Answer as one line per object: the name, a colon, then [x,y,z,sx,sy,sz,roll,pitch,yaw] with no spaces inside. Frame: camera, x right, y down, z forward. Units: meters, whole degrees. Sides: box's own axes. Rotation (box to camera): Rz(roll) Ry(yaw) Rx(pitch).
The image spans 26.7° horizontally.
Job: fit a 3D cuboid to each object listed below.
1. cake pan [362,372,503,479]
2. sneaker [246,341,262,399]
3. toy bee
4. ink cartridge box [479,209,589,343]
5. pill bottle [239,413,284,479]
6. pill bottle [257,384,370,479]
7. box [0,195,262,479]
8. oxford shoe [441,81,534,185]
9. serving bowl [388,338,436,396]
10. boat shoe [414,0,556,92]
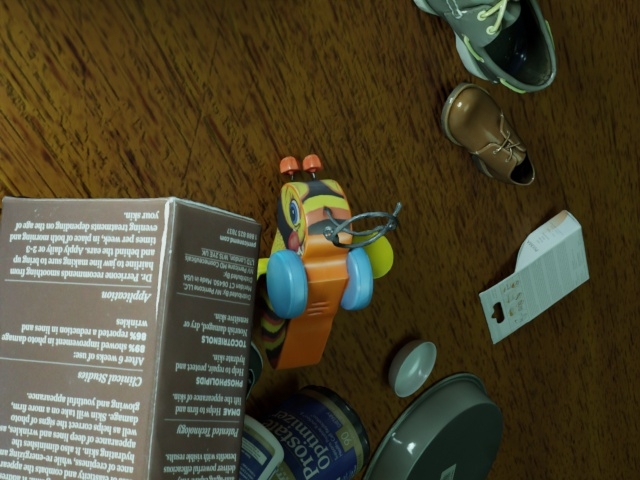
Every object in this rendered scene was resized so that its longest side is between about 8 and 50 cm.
cake pan: [0.167,0.333,1.966,0.293,0.054,0.293,-33,139,-33]
sneaker: [-0.114,0.142,1.356,0.295,0.147,0.105,26,93,-58]
toy bee: [0.000,0.000,1.405,0.195,0.162,0.298,9,141,-39]
ink cartridge box: [0.303,0.055,1.951,0.179,0.045,0.145,-32,143,-6]
pill bottle: [-0.120,0.268,1.419,0.169,0.094,0.094,-54,149,-28]
pill bottle: [-0.056,0.271,1.557,0.219,0.122,0.123,-33,139,-34]
box: [-0.173,0.159,1.120,0.143,0.191,0.382,17,77,-57]
oxford shoe: [0.211,-0.127,1.634,0.076,0.076,0.212,-55,145,-1]
serving bowl: [0.117,0.165,1.787,0.083,0.027,0.083,-33,140,-33]
boat shoe: [0.182,-0.258,1.472,0.109,0.091,0.305,-55,147,-5]
